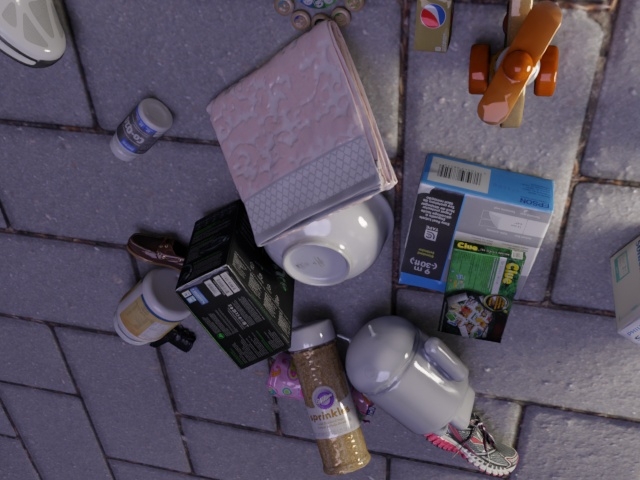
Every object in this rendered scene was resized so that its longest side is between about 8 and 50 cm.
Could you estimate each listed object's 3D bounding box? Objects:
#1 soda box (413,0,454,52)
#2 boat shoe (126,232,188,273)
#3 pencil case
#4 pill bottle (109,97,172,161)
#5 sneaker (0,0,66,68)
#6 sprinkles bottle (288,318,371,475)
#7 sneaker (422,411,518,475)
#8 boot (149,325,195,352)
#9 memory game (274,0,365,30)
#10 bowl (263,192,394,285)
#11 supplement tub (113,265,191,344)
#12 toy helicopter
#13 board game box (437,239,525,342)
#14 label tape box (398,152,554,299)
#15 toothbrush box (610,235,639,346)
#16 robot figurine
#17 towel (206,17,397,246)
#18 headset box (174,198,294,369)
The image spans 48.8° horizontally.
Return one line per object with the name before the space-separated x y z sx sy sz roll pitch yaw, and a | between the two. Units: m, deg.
soda box | 0.188 -0.401 1.139 0.058 0.061 0.181 8 131 12
boat shoe | -0.353 0.025 1.672 0.206 0.073 0.073 20 131 -9
pencil case | 0.006 0.378 1.815 0.283 0.124 0.124 17 132 5
pill bottle | -0.374 -0.225 1.460 0.078 0.078 0.137 42 129 -18
sneaker | -0.530 -0.522 1.200 0.257 0.169 0.448 -11 122 28
sprinkles bottle | 0.017 0.371 1.693 0.121 0.121 0.356 -18 88 30
sneaker | 0.391 0.503 1.805 0.299 0.121 0.112 29 101 -17
boot | -0.399 0.272 1.913 0.099 0.045 0.121 32 130 -13
memory game | -0.008 -0.441 1.203 0.186 0.012 0.186 9 131 11
bowl | 0.000 0.000 1.452 0.297 0.134 0.298 5 140 4
supplement tub | -0.416 0.166 1.759 0.144 0.144 0.199 40 130 -16
toy helicopter | 0.292 -0.329 1.050 0.140 0.235 0.355 5 130 14
board game box | 0.315 0.107 1.406 0.136 0.030 0.260 12 138 11
label tape box | 0.297 0.017 1.423 0.249 0.115 0.348 13 130 7
toothbrush box | 0.704 0.140 1.324 0.295 0.216 0.126 32 131 -10
robot figurine | 0.200 0.311 1.642 0.353 0.200 0.300 40 133 -17
towel | -0.050 -0.184 1.296 0.331 0.053 0.317 -25 82 35
headset box | -0.172 0.084 1.530 0.131 0.283 0.246 -25 120 16
